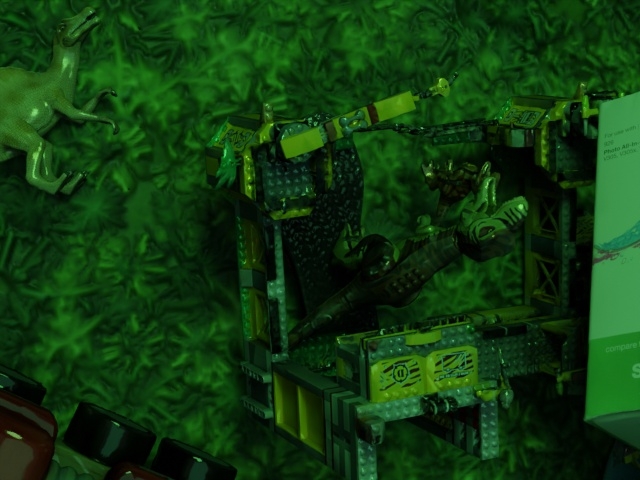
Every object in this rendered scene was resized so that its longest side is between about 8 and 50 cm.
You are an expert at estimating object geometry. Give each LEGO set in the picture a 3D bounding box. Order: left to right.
[{"bbox_3d":[0.095,0.021,0.854,0.331,0.192,0.255,2,98,-27],"label":"LEGO set"}]

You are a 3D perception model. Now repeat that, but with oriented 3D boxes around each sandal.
[{"bbox_3d":[0.000,0.000,0.941,0.067,0.040,0.179,-12,104,-11],"label":"sandal"}]

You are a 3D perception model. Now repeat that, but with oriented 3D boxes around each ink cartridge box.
[{"bbox_3d":[0.241,0.027,0.829,0.154,0.093,0.212,30,56,-39],"label":"ink cartridge box"}]

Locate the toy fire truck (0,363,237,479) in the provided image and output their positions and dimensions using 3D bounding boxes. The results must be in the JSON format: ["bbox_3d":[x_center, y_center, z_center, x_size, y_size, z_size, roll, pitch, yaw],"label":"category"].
[{"bbox_3d":[-0.146,0.185,0.791,0.217,0.246,0.158,26,83,-15],"label":"toy fire truck"}]

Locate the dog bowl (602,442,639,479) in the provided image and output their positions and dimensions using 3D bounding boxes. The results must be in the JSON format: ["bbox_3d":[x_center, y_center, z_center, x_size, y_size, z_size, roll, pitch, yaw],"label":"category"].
[{"bbox_3d":[0.288,0.101,0.961,0.074,0.166,0.297,25,85,-6],"label":"dog bowl"}]

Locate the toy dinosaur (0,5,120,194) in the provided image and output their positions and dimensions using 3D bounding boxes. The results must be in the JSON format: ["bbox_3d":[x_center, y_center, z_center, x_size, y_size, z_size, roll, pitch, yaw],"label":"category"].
[{"bbox_3d":[-0.195,-0.068,0.884,0.092,0.053,0.183,41,72,3],"label":"toy dinosaur"}]
